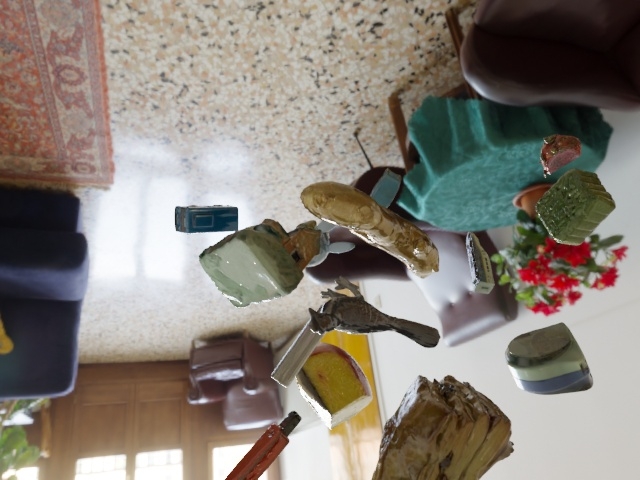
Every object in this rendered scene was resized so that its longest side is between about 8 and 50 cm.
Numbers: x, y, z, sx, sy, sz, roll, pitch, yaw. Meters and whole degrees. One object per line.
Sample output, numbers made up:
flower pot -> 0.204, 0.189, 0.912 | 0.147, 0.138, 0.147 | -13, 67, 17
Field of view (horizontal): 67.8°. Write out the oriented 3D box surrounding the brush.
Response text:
brush -> -0.165, 0.541, 1.146 | 0.051, 0.323, 0.070 | 51, 156, -18

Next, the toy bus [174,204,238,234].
toy bus -> -0.359, -0.068, 1.509 | 0.184, 0.090, 0.106 | -5, -169, -36

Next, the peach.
peach -> 0.038, 0.544, 1.865 | 0.242, 0.306, 0.380 | -35, 149, -13

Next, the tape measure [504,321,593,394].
tape measure -> 0.793, 0.416, 1.681 | 0.262, 0.138, 0.259 | -16, -170, 17

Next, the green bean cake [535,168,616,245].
green bean cake -> 0.955, -0.130, 1.796 | 0.125, 0.222, 0.248 | 10, 134, -20

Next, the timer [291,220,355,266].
timer -> -0.003, -0.004, 1.724 | 0.255, 0.175, 0.175 | -27, 150, 18

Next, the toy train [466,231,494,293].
toy train -> 0.488, 0.059, 1.469 | 0.051, 0.234, 0.052 | 11, 133, -1

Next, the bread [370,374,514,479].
bread -> 0.249, 0.483, 1.131 | 0.370, 0.191, 0.314 | -46, -176, -1

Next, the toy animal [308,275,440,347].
toy animal -> 0.081, 0.159, 1.057 | 0.367, 0.206, 0.081 | 13, 110, -36

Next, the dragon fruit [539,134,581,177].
dragon fruit -> 0.792, -0.301, 1.612 | 0.096, 0.102, 0.147 | 28, 136, -28

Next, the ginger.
ginger -> 0.141, -0.034, 1.115 | 0.348, 0.122, 0.363 | 30, 180, 9

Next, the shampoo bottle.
shampoo bottle -> -0.043, 0.280, 1.267 | 0.056, 0.227, 0.086 | 33, 165, 12

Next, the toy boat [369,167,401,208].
toy boat -> 0.207, -0.152, 1.622 | 0.075, 0.077, 0.185 | 25, 110, -6

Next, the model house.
model house -> -0.125, 0.003, 1.301 | 0.267, 0.325, 0.194 | -22, 108, 48
